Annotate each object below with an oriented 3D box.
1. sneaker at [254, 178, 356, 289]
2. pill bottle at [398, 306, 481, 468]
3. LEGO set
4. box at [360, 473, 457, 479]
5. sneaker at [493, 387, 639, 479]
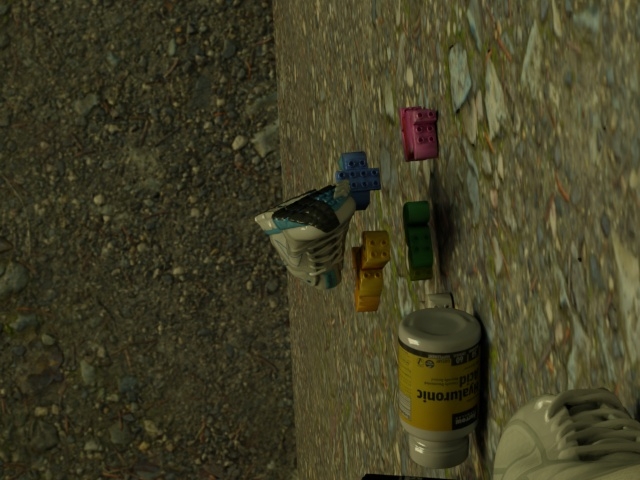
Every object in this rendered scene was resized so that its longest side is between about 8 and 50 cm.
[{"bbox_3d":[0.000,0.000,1.351,0.191,0.071,0.083,170,75,-82],"label":"sneaker"},{"bbox_3d":[0.093,0.116,1.271,0.065,0.065,0.116,-108,14,-64],"label":"pill bottle"},{"bbox_3d":[0.062,-0.010,1.369,0.093,0.087,0.227,118,146,-77],"label":"LEGO set"},{"bbox_3d":[0.056,0.339,1.195,0.395,0.097,0.318,63,-149,-83],"label":"box"},{"bbox_3d":[0.131,0.126,0.814,0.292,0.110,0.118,113,161,-75],"label":"sneaker"}]
